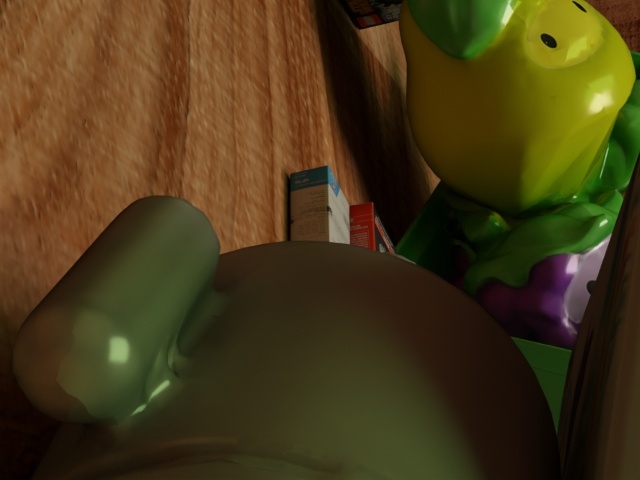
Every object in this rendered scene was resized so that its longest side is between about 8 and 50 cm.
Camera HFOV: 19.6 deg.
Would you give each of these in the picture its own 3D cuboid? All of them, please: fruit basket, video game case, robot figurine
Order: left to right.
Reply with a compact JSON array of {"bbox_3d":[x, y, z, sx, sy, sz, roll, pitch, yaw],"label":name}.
[{"bbox_3d":[-0.015,0.131,0.675,0.300,0.199,0.353,61,19,-16],"label":"robot figurine"},{"bbox_3d":[0.200,-0.060,1.440,0.392,0.282,0.392,-44,142,-50],"label":"fruit basket"},{"bbox_3d":[0.105,0.154,0.731,0.300,0.036,0.329,87,15,-69],"label":"video game case"}]

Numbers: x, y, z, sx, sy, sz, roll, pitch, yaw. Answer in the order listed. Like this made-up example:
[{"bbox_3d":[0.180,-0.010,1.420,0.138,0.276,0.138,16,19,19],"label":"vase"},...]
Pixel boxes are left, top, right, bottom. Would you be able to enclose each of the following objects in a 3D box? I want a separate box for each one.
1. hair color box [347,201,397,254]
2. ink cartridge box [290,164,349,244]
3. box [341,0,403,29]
[{"bbox_3d":[0.028,0.053,1.236,0.072,0.043,0.141,59,24,-56],"label":"hair color box"},{"bbox_3d":[0.000,0.000,1.197,0.048,0.028,0.083,62,22,-50],"label":"ink cartridge box"},{"bbox_3d":[0.054,-0.214,1.448,0.137,0.094,0.027,48,33,-63],"label":"box"}]
